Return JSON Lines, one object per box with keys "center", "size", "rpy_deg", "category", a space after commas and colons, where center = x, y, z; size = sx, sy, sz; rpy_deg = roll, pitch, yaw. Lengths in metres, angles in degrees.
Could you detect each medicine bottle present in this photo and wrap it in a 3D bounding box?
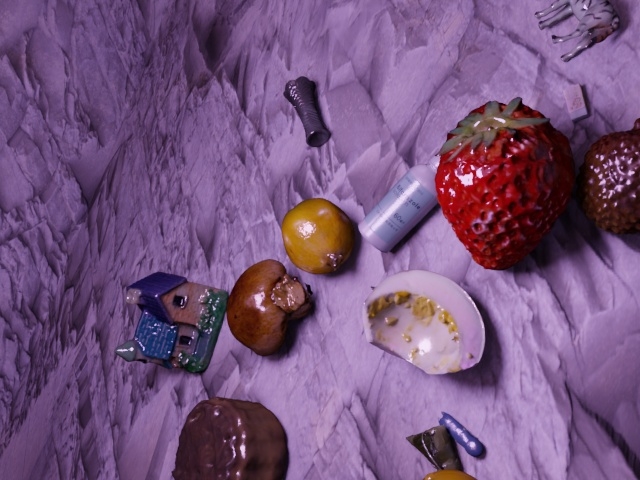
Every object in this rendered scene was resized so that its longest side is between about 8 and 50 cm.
{"center": [0.248, -0.125, 1.401], "size": [0.352, 0.110, 0.110], "rpy_deg": [-48, 46, 18], "category": "medicine bottle"}

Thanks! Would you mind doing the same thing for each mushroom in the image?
{"center": [-0.156, 0.185, 1.593], "size": [0.283, 0.195, 0.263], "rpy_deg": [-32, 47, 30], "category": "mushroom"}

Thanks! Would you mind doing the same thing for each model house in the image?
{"center": [-0.509, 0.264, 1.830], "size": [0.245, 0.280, 0.312], "rpy_deg": [10, 80, 45], "category": "model house"}

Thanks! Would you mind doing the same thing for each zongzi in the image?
{"center": [0.242, 0.466, 1.201], "size": [0.119, 0.055, 0.109], "rpy_deg": [-44, 58, 47], "category": "zongzi"}

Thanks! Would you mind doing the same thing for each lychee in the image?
{"center": [0.585, -0.125, 1.029], "size": [0.200, 0.200, 0.238], "rpy_deg": [18, 91, 46], "category": "lychee"}

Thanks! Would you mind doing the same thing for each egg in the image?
{"center": [0.230, 0.194, 1.249], "size": [0.271, 0.161, 0.206], "rpy_deg": [29, 58, 15], "category": "egg"}

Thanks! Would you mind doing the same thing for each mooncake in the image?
{"center": [-0.254, 0.590, 1.515], "size": [0.324, 0.187, 0.324], "rpy_deg": [-22, 58, 39], "category": "mooncake"}

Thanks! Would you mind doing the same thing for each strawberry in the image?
{"center": [0.385, -0.106, 1.132], "size": [0.292, 0.310, 0.291], "rpy_deg": [-37, 17, 13], "category": "strawberry"}

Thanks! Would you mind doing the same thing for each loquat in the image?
{"center": [0.000, 0.000, 1.521], "size": [0.213, 0.213, 0.246], "rpy_deg": [-50, 43, 15], "category": "loquat"}

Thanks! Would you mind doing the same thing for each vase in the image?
{"center": [-0.041, -0.416, 1.817], "size": [0.115, 0.115, 0.237], "rpy_deg": [-36, 54, 27], "category": "vase"}

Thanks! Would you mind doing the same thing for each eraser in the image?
{"center": [0.570, -0.307, 1.240], "size": [0.038, 0.019, 0.083], "rpy_deg": [-21, 59, 35], "category": "eraser"}

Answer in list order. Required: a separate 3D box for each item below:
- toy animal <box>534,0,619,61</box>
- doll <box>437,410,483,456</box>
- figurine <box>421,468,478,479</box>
{"center": [0.584, -0.541, 1.285], "size": [0.170, 0.090, 0.255], "rpy_deg": [-14, 66, 35], "category": "toy animal"}
{"center": [0.296, 0.411, 1.184], "size": [0.037, 0.027, 0.125], "rpy_deg": [-58, 41, 6], "category": "doll"}
{"center": [0.262, 0.568, 1.048], "size": [0.192, 0.167, 0.256], "rpy_deg": [-25, 57, 18], "category": "figurine"}
